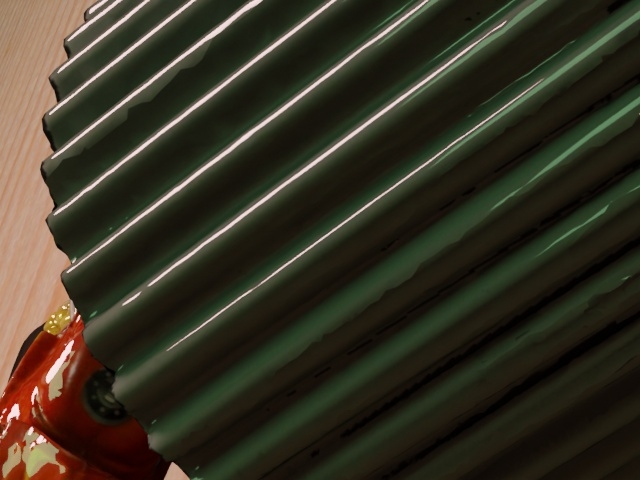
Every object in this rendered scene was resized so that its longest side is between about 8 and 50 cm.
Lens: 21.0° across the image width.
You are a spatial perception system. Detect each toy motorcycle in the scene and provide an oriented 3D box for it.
[{"bbox_3d":[-0.108,0.082,0.843,0.298,0.089,0.171,-65,4,-27],"label":"toy motorcycle"}]

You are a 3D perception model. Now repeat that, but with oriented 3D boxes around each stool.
[{"bbox_3d":[0.109,-0.060,0.634,0.330,0.297,0.297,-35,32,36],"label":"stool"}]

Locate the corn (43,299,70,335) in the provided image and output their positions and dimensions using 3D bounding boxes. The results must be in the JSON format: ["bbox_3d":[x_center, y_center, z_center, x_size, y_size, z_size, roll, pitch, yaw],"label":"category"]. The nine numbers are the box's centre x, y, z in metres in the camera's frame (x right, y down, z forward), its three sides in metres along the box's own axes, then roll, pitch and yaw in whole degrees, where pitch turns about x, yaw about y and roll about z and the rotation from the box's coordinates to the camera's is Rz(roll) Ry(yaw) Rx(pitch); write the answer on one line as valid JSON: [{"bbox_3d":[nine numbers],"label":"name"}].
[{"bbox_3d":[-0.173,0.145,1.187,0.093,0.093,0.244,-40,25,37],"label":"corn"}]

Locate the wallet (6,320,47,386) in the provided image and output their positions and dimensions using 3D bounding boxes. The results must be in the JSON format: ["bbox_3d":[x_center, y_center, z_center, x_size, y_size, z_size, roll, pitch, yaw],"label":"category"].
[{"bbox_3d":[-0.222,0.172,1.321,0.165,0.042,0.309,-39,29,42],"label":"wallet"}]
